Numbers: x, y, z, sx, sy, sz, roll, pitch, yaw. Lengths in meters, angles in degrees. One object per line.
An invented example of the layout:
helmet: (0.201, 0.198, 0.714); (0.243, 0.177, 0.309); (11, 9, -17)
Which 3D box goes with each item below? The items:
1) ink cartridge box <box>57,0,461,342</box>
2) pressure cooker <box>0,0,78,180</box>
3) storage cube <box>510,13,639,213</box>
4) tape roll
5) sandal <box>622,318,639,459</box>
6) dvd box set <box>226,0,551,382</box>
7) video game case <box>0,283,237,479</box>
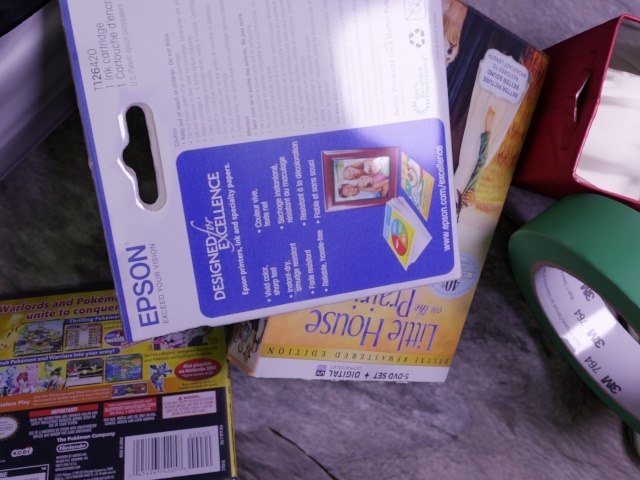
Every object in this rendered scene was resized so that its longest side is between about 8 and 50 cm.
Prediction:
ink cartridge box: (-0.037, -0.090, 0.566); (0.307, 0.072, 0.304); (-9, 104, -11)
pressure cooker: (-0.340, -0.275, 0.588); (0.420, 0.370, 0.375); (-44, 72, -3)
storage cube: (0.358, -0.128, 0.778); (0.215, 0.193, 0.184); (16, 92, -9)
tape roll: (0.342, 0.099, 0.728); (0.077, 0.321, 0.321); (-34, 98, -4)
sandal: (0.475, 0.163, 0.869); (0.120, 0.086, 0.303); (-5, 95, -7)
dvd box set: (0.089, -0.049, 0.728); (0.307, 0.062, 0.421); (13, 97, -40)
video game case: (-0.238, 0.163, 0.731); (0.274, 0.035, 0.248); (-5, 58, -7)
